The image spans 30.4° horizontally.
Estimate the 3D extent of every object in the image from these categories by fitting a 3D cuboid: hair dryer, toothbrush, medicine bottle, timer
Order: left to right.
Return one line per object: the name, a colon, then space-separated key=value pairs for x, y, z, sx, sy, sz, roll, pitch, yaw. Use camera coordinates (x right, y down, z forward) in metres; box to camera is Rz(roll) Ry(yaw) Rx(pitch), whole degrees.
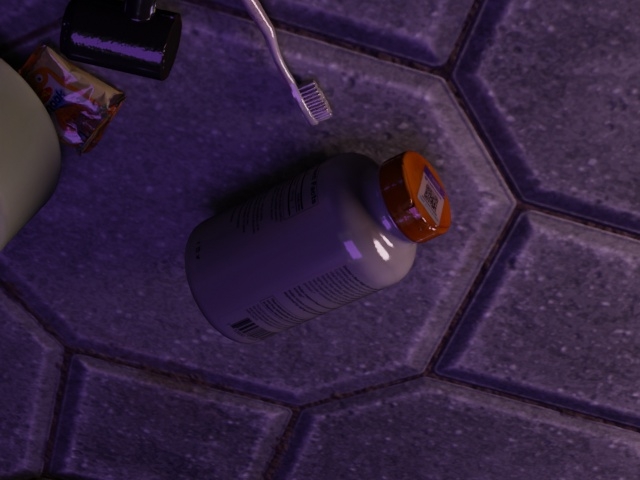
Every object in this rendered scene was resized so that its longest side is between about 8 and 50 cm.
timer: x=-0.462 y=-0.028 z=1.232 sx=0.291 sy=0.315 sz=0.291 roll=9 pitch=136 yaw=9
hair dryer: x=-0.188 y=-0.274 z=1.150 sx=0.114 sy=0.070 sz=0.248 roll=12 pitch=131 yaw=-3
toothbrush: x=-0.062 y=-0.234 z=1.194 sx=0.029 sy=0.025 sz=0.307 roll=-21 pitch=129 yaw=15
medicine bottle: x=0.000 y=0.000 z=1.319 sx=0.289 sy=0.157 sz=0.157 roll=-24 pitch=126 yaw=28

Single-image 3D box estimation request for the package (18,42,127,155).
package: x=-0.284 y=-0.154 z=1.300 sx=0.121 sy=0.031 sz=0.108 roll=32 pitch=130 yaw=-21
